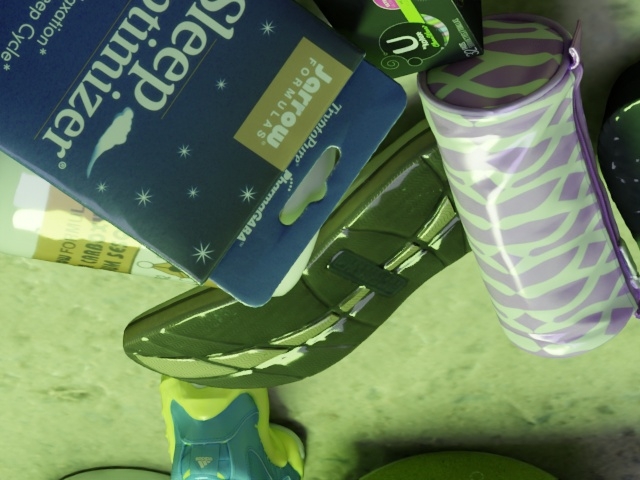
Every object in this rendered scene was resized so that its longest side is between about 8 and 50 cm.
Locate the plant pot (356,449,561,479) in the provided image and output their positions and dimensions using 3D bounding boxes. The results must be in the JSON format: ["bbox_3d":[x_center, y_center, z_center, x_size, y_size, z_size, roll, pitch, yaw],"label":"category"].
[{"bbox_3d":[0.109,0.356,1.414,0.366,0.366,0.353,-1,135,4],"label":"plant pot"}]

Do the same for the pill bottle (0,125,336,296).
[{"bbox_3d":[-0.116,-0.051,0.932,0.229,0.131,0.131,9,147,-12],"label":"pill bottle"}]

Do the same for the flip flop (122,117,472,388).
[{"bbox_3d":[0.000,0.000,1.069,0.277,0.080,0.112,-38,136,24],"label":"flip flop"}]

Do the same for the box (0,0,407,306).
[{"bbox_3d":[-0.078,-0.076,0.848,0.225,0.036,0.136,34,93,-16],"label":"box"}]

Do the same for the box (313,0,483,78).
[{"bbox_3d":[0.037,-0.125,0.884,0.062,0.052,0.083,-14,146,21],"label":"box"}]

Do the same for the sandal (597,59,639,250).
[{"bbox_3d":[0.277,0.075,1.062,0.167,0.107,0.446,-12,134,33],"label":"sandal"}]

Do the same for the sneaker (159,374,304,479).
[{"bbox_3d":[-0.067,0.176,1.293,0.091,0.126,0.240,-6,147,11],"label":"sneaker"}]

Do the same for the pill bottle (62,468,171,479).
[{"bbox_3d":[-0.155,0.330,1.393,0.160,0.283,0.160,1,147,1],"label":"pill bottle"}]

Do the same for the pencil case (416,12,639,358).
[{"bbox_3d":[0.116,-0.024,0.960,0.088,0.086,0.206,0,139,25],"label":"pencil case"}]
